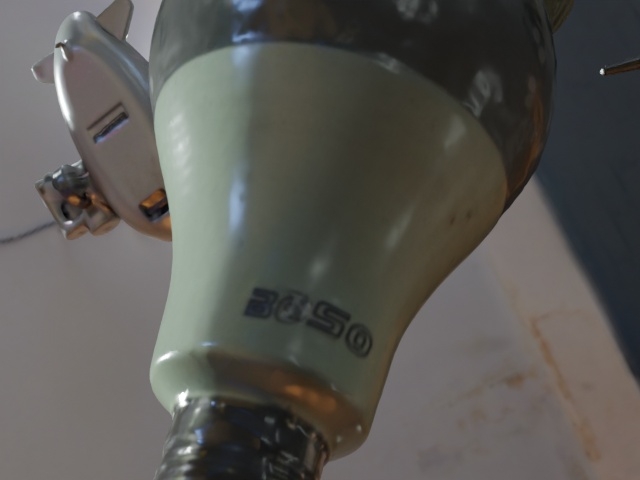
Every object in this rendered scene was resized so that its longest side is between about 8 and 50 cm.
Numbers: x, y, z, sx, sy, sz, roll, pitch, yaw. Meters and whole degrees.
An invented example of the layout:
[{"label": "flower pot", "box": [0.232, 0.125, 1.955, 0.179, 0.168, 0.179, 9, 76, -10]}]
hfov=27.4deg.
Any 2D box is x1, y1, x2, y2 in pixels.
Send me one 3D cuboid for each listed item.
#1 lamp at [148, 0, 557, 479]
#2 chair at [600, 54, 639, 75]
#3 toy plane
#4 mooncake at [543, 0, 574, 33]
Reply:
[{"label": "lamp", "box": [0.018, -0.015, 0.556, 0.182, 0.182, 0.314, 22, -129, -36]}, {"label": "chair", "box": [0.442, -0.252, 1.339, 0.272, 0.188, 0.166, -10, -71, -27]}, {"label": "toy plane", "box": [-0.175, -0.110, 1.224, 0.118, 0.252, 0.252, 7, -123, -65]}, {"label": "mooncake", "box": [0.285, -0.359, 1.874, 0.104, 0.168, 0.175, 39, -157, 33]}]
